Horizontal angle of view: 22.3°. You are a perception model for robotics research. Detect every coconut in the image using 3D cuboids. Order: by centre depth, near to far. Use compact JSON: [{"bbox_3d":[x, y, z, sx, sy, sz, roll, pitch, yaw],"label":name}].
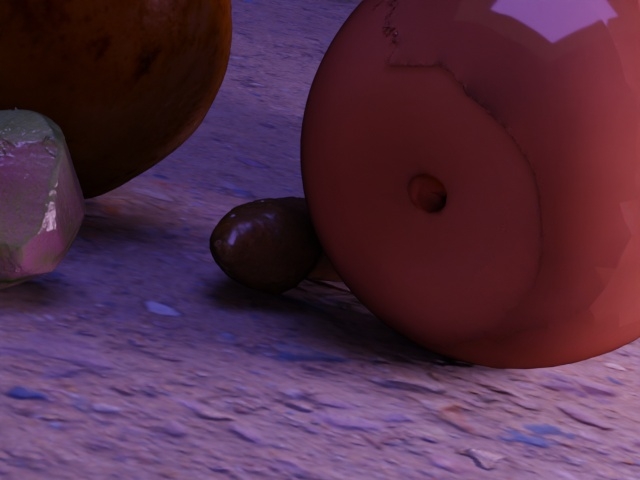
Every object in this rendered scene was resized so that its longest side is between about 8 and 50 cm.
[{"bbox_3d":[-0.154,-0.015,0.781,0.082,0.081,0.083,-25,47,-22],"label":"coconut"}]

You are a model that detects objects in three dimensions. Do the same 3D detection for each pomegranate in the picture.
[{"bbox_3d":[-0.166,-0.142,0.961,0.248,0.248,0.248,13,13,-3],"label":"pomegranate"}]

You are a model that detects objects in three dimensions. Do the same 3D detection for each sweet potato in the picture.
[{"bbox_3d":[-0.003,-0.001,0.932,0.065,0.051,0.218,16,12,28],"label":"sweet potato"}]

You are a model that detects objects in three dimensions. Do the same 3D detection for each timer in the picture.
[{"bbox_3d":[0.109,-0.049,0.847,0.229,0.230,0.215,21,28,30],"label":"timer"}]
